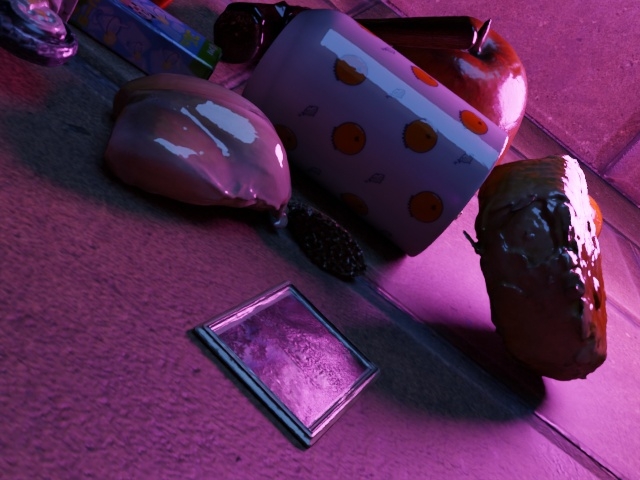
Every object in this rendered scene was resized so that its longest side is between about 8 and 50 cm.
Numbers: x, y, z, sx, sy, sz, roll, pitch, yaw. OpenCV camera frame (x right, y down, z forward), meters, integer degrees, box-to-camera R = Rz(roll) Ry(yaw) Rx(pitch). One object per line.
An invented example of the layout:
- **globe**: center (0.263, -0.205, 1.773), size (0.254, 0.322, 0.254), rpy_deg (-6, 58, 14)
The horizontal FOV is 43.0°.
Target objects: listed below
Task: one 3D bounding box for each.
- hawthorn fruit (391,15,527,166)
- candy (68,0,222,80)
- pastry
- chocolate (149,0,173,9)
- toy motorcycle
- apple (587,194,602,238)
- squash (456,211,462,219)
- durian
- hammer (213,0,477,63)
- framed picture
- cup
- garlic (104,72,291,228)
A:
- **hawthorn fruit**: center (0.226, -0.251, 1.387), size (0.267, 0.301, 0.268), rpy_deg (19, 37, -15)
- **candy**: center (-0.227, -0.269, 1.062), size (0.194, 0.062, 0.097), rpy_deg (33, 23, -15)
- **pastry**: center (0.297, 0.038, 1.074), size (0.329, 0.136, 0.330), rpy_deg (-9, 90, -66)
- **chocolate**: center (-0.272, -0.447, 1.155), size (0.235, 0.108, 0.237), rpy_deg (-88, 154, -62)
- **toy motorcycle**: center (-0.362, -0.305, 0.874), size (0.222, 0.108, 0.341), rpy_deg (23, 29, -27)
- **apple**: center (0.485, -0.034, 1.599), size (0.146, 0.146, 0.146), rpy_deg (32, 24, -16)
- **squash**: center (0.139, -0.108, 1.305), size (0.219, 0.068, 0.077), rpy_deg (41, 40, 3)
- **durian**: center (0.007, -0.008, 0.948), size (0.130, 0.052, 0.066), rpy_deg (41, 21, 6)
- **hammer**: center (0.054, -0.335, 1.281), size (0.408, 0.095, 0.242), rpy_deg (6, 17, 26)
- **framed picture**: center (-0.022, 0.104, 0.754), size (0.142, 0.011, 0.183), rpy_deg (44, 23, 10)
- **cup**: center (0.062, -0.154, 1.095), size (0.317, 0.212, 0.212), rpy_deg (37, 23, -3)
- **garlic**: center (-0.115, -0.111, 0.890), size (0.228, 0.110, 0.217), rpy_deg (26, 23, -28)
